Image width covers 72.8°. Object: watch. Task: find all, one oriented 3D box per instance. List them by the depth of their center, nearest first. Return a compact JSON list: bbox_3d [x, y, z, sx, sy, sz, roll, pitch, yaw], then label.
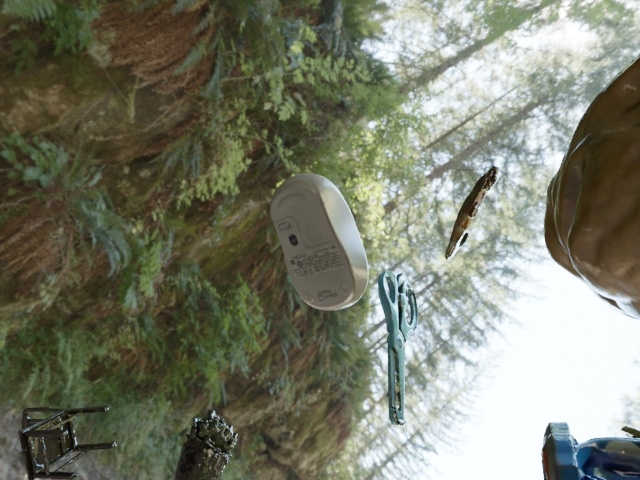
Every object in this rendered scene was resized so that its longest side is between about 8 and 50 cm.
[{"bbox_3d":[0.567,0.466,0.807,0.274,0.305,0.242,-8,-92,26],"label":"watch"}]

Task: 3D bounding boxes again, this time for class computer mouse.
[{"bbox_3d":[0.000,0.000,0.942,0.184,0.121,0.297,-23,-85,31],"label":"computer mouse"}]

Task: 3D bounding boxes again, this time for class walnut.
[{"bbox_3d":[0.397,-0.065,0.409,0.306,0.344,0.306,42,14,-13],"label":"walnut"}]

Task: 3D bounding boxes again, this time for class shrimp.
[{"bbox_3d":[0.294,-0.046,0.851,0.035,0.195,0.147,29,1,23],"label":"shrimp"}]

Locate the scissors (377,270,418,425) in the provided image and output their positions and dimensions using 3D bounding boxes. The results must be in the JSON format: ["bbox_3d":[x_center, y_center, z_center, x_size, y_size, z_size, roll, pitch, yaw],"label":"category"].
[{"bbox_3d":[0.183,0.240,1.032,0.032,0.393,0.180,-23,-50,33],"label":"scissors"}]

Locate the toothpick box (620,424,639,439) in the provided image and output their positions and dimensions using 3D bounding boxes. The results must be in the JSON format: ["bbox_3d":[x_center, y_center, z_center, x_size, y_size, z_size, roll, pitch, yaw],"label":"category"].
[{"bbox_3d":[0.692,0.601,0.953,0.187,0.308,0.190,45,-2,10],"label":"toothpick box"}]

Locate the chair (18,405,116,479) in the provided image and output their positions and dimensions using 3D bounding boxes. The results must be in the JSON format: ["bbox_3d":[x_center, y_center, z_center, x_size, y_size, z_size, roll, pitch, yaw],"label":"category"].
[{"bbox_3d":[-0.468,0.337,0.732,0.101,0.212,0.085,-18,99,-72],"label":"chair"}]

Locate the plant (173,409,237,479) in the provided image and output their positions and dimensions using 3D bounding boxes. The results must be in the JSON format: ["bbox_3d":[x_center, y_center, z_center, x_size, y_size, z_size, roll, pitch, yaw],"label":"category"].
[{"bbox_3d":[-0.218,0.399,0.819,0.091,0.144,0.094,-4,-39,40],"label":"plant"}]
